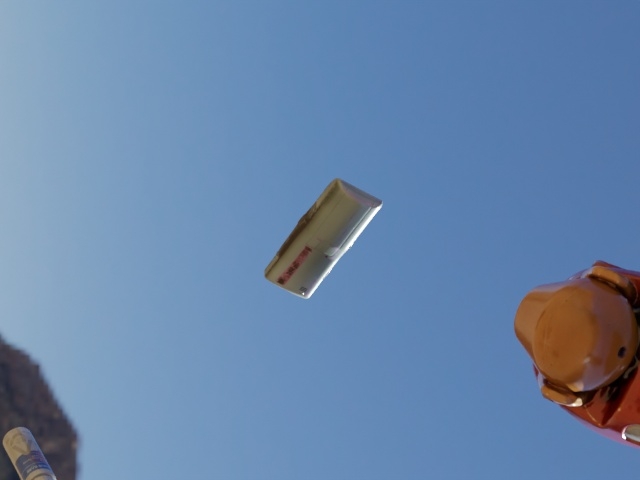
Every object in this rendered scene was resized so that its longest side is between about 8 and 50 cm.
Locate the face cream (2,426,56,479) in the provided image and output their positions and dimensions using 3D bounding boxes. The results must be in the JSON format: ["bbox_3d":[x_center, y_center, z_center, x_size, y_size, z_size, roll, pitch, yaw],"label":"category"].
[{"bbox_3d":[-0.306,0.251,1.695,0.130,0.034,0.034,48,-46,48],"label":"face cream"}]

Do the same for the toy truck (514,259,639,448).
[{"bbox_3d":[0.338,0.126,1.697,0.239,0.264,0.189,17,96,-78],"label":"toy truck"}]

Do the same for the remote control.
[{"bbox_3d":[0.000,0.000,1.769,0.166,0.065,0.029,-52,-160,32],"label":"remote control"}]
